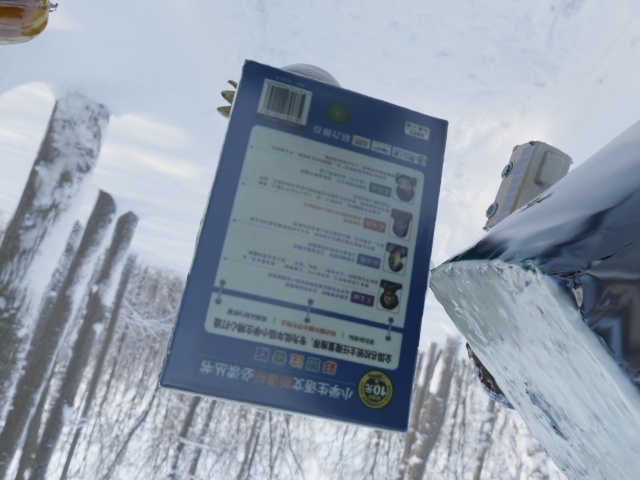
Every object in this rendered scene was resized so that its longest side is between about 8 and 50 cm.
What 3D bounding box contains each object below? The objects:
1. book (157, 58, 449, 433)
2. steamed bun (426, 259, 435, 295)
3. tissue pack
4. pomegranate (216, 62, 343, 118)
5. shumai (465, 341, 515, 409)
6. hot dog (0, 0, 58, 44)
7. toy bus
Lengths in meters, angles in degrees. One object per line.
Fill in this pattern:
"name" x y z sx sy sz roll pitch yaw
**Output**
"book" 0.000 0.000 0.698 0.300 0.427 0.039 15 163 -10
"steamed bun" 0.114 0.078 1.038 0.164 0.146 0.242 23 170 -11
"tissue pack" 0.335 0.006 0.408 0.264 0.417 0.253 55 172 0
"pomegranate" -0.056 -0.231 0.997 0.246 0.198 0.198 43 -175 25
"shumai" 0.328 0.161 0.800 0.186 0.183 0.218 14 -169 -44
"hot dog" -0.363 -0.223 0.470 0.270 0.109 0.072 -3 -147 -39
"toy bus" 0.377 -0.089 1.002 0.091 0.182 0.103 25 170 -9
